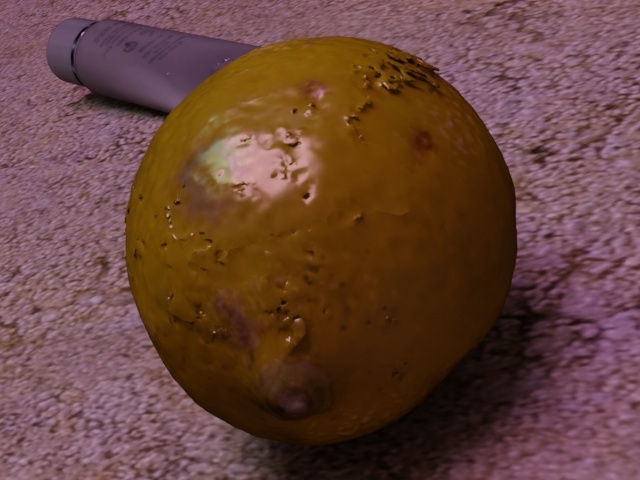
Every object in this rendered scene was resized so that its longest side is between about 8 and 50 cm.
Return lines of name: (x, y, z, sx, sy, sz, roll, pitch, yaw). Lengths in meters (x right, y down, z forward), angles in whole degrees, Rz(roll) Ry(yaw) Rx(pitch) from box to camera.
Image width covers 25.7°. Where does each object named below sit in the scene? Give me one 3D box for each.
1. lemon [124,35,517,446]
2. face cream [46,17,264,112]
lemon: (0.000, 0.000, 0.916, 0.257, 0.258, 0.310, -15, 28, 20)
face cream: (-0.192, -0.202, 1.615, 0.314, 0.089, 0.143, 15, 46, 41)
